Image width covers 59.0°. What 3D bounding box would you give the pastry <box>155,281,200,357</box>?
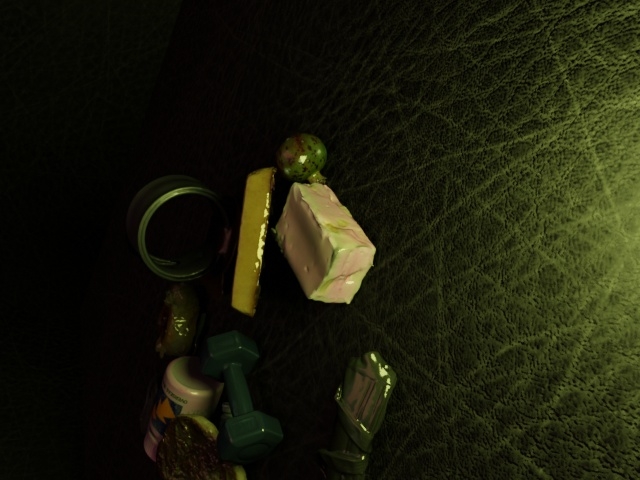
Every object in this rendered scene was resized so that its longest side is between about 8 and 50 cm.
[{"bbox_3d":[-0.490,0.266,1.918,0.236,0.120,0.257,129,143,-49],"label":"pastry"}]

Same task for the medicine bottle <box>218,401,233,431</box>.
[{"bbox_3d":[-0.259,0.548,1.561,0.051,0.051,0.191,-3,79,58],"label":"medicine bottle"}]

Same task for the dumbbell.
[{"bbox_3d":[-0.207,0.390,1.428,0.144,0.160,0.325,-36,47,13],"label":"dumbbell"}]

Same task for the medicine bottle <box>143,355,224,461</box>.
[{"bbox_3d":[-0.411,0.511,1.694,0.178,0.178,0.291,49,123,51],"label":"medicine bottle"}]

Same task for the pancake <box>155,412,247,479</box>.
[{"bbox_3d":[-0.326,0.633,1.526,0.356,0.065,0.356,7,101,37],"label":"pancake"}]

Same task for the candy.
[{"bbox_3d":[0.000,0.000,1.216,0.156,0.115,0.265,-63,35,25],"label":"candy"}]

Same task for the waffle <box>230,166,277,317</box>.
[{"bbox_3d":[-0.164,-0.005,1.403,0.304,0.077,0.348,-146,64,-85],"label":"waffle"}]

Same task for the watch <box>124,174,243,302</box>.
[{"bbox_3d":[-0.388,-0.007,1.644,0.314,0.326,0.335,35,112,56],"label":"watch"}]

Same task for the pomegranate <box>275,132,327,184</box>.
[{"bbox_3d":[-0.042,-0.191,1.329,0.130,0.130,0.130,-21,65,55],"label":"pomegranate"}]

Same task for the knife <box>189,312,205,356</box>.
[{"bbox_3d":[-0.421,0.347,1.909,0.035,0.018,0.247,48,125,49],"label":"knife"}]

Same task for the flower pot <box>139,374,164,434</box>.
[{"bbox_3d":[-0.550,0.572,1.971,0.103,0.108,0.229,45,121,52],"label":"flower pot"}]

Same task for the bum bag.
[{"bbox_3d":[0.055,0.359,1.075,0.142,0.079,0.326,27,104,54],"label":"bum bag"}]
